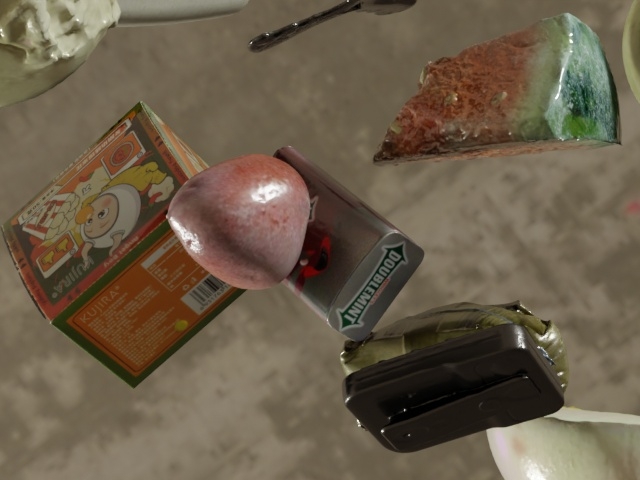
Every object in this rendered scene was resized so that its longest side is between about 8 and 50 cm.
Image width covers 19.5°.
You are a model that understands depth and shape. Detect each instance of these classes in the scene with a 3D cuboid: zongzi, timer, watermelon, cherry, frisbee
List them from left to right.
[{"bbox_3d":[-0.057,-0.012,1.442,0.087,0.106,0.126,-2,11,27],"label":"cherry"},{"bbox_3d":[0.036,-0.241,1.877,0.211,0.012,0.187,-19,-6,-26],"label":"frisbee"},{"bbox_3d":[0.129,0.150,1.780,0.187,0.055,0.144,-19,-36,16],"label":"timer"},{"bbox_3d":[0.162,-0.132,1.894,0.256,0.140,0.193,-13,-13,23],"label":"watermelon"},{"bbox_3d":[0.195,0.114,1.995,0.250,0.125,0.274,-6,9,42],"label":"zongzi"}]

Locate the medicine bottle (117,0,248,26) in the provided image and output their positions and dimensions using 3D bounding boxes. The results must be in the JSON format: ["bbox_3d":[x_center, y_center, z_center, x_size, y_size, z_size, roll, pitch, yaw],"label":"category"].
[{"bbox_3d":[-0.261,-0.324,2.143,0.375,0.282,0.123,-15,-60,-53],"label":"medicine bottle"}]

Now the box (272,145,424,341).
[{"bbox_3d":[0.000,0.000,1.878,0.069,0.224,0.120,33,-84,-39],"label":"box"}]

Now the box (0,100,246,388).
[{"bbox_3d":[-0.183,0.001,1.834,0.195,0.177,0.148,-41,-48,6],"label":"box"}]

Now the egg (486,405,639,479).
[{"bbox_3d":[0.307,0.267,2.053,0.271,0.162,0.206,4,0,11],"label":"egg"}]

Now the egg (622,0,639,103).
[{"bbox_3d":[0.447,-0.205,2.000,0.218,0.218,0.295,-38,-18,24],"label":"egg"}]

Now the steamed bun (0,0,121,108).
[{"bbox_3d":[-0.318,-0.269,1.434,0.311,0.334,0.233,-13,-32,3],"label":"steamed bun"}]
